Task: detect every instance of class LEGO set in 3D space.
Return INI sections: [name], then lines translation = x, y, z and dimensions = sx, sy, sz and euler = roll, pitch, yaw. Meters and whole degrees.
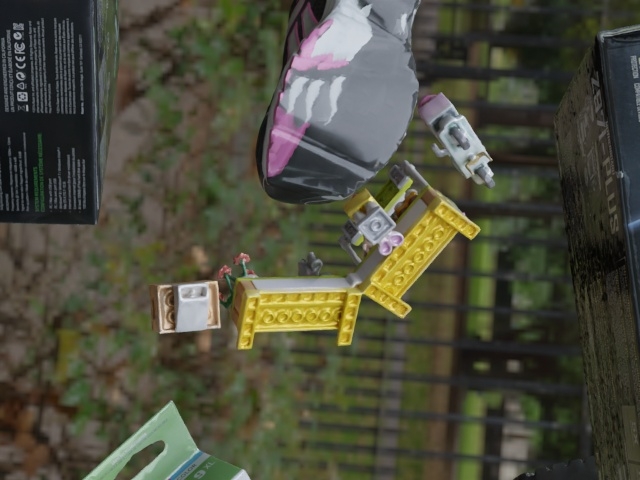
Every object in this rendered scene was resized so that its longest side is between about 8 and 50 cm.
[LEGO set]
translation = 0.000, 0.000, 1.185
dimensions = 0.132, 0.287, 0.107
euler = 61, -4, -36

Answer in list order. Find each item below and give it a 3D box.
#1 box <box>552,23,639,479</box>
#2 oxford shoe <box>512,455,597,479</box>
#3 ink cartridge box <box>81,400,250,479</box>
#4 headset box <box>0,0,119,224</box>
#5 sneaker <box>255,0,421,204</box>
[box]
translation = 0.135, 0.026, 0.531
dimensions = 0.147, 0.077, 0.180
euler = 61, 22, -83
[oxford shoe]
translation = 0.255, 0.192, 1.088
dimensions = 0.083, 0.227, 0.096
euler = 34, 43, -57
[ink cartridge box]
translation = -0.095, 0.243, 1.224
dimensions = 0.109, 0.062, 0.209
euler = -41, 122, -27
[headset box]
translation = -0.218, -0.189, 1.137
dimensions = 0.283, 0.131, 0.246
euler = -94, -173, -55
[sneaker]
translation = 0.010, -0.094, 0.793
dimensions = 0.077, 0.072, 0.178
euler = -21, -138, 62
